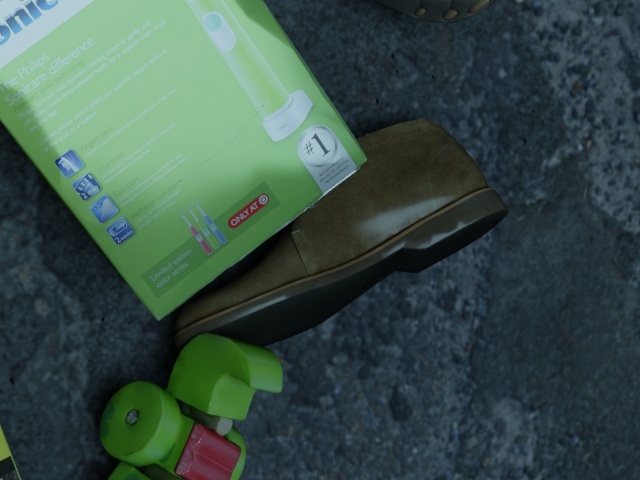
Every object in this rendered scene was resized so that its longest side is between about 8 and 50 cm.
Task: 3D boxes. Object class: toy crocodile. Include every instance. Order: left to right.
[{"bbox_3d":[-0.141,0.225,1.168,0.115,0.105,0.341,38,80,-45],"label":"toy crocodile"}]

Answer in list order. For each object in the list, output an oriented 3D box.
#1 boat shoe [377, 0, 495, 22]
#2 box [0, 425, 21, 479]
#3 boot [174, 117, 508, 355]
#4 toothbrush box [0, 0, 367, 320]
[{"bbox_3d":[-0.002,-0.299,1.187,0.355,0.132,0.130,24,60,-23],"label":"boat shoe"},{"bbox_3d":[-0.294,0.124,1.118,0.087,0.058,0.232,-22,106,-22],"label":"box"},{"bbox_3d":[0.000,0.000,1.247,0.305,0.112,0.115,-27,78,-16],"label":"boot"},{"bbox_3d":[-0.133,-0.118,1.117,0.206,0.122,0.283,-39,113,-7],"label":"toothbrush box"}]
